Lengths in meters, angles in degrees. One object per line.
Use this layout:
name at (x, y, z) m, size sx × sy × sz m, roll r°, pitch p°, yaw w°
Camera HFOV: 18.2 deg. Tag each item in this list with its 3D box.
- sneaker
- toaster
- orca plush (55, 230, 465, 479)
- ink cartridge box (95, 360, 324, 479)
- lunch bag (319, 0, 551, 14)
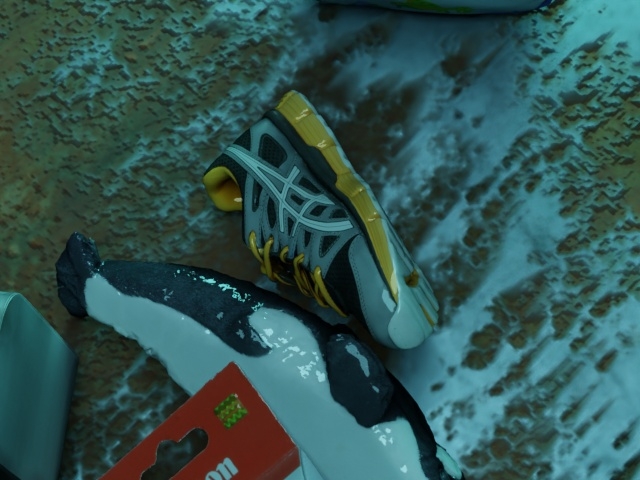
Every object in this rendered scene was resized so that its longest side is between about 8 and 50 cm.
sneaker at (0.000, 0.000, 1.162) m, size 0.083 × 0.084 × 0.215 m, roll -32°, pitch 40°, yaw -2°
toaster at (-0.234, 0.091, 1.129) m, size 0.168 × 0.186 × 0.110 m, roll 6°, pitch 70°, yaw 14°
orca plush at (-0.021, 0.085, 1.176) m, size 0.287 × 0.102 × 0.151 m, roll 23°, pitch 120°, yaw 20°
ink cartridge box at (-0.051, 0.180, 1.111) m, size 0.145 × 0.045 × 0.179 m, roll -42°, pitch 79°, yaw 23°
lunch bag at (0.066, -0.200, 1.172) m, size 0.176 × 0.219 × 0.090 m, roll 3°, pitch 79°, yaw 5°
